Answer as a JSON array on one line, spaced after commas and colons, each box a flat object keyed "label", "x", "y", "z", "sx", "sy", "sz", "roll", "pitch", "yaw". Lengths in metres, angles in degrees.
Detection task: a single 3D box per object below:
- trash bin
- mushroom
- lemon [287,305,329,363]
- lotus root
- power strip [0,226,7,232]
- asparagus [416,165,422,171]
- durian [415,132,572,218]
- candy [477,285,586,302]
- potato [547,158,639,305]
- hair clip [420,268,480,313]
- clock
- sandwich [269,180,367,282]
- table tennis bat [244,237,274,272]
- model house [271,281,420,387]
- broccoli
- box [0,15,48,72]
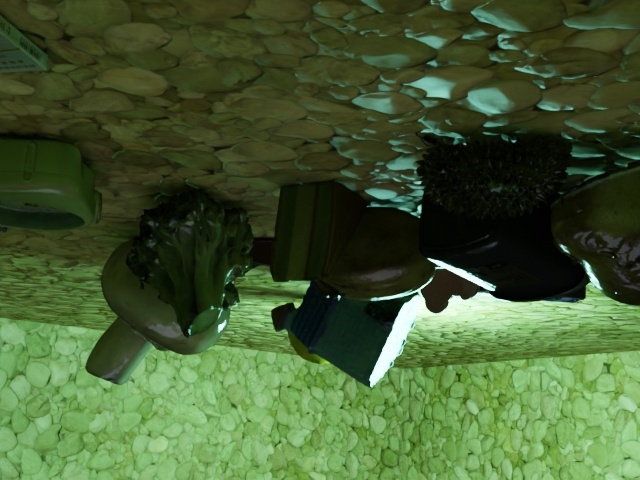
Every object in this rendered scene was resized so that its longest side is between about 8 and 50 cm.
[{"label": "trash bin", "x": 0.315, "y": -0.006, "z": 1.476, "sx": 0.290, "sy": 0.182, "sz": 0.209, "roll": 21, "pitch": 159, "yaw": -38}, {"label": "mushroom", "x": -0.365, "y": 0.168, "z": 1.933, "sx": 0.314, "sy": 0.336, "sz": 0.314, "roll": 34, "pitch": -172, "yaw": -5}, {"label": "lemon", "x": 0.003, "y": 0.257, "z": 2.563, "sx": 0.192, "sy": 0.192, "sz": 0.231, "roll": 5, "pitch": 173, "yaw": -9}, {"label": "lotus root", "x": 0.129, "y": 0.022, "z": 1.630, "sx": 0.309, "sy": 0.183, "sz": 0.183, "roll": -4, "pitch": 165, "yaw": 24}, {"label": "power strip", "x": -0.693, "y": -0.049, "z": 1.749, "sx": 0.175, "sy": 0.042, "sz": 0.075, "roll": 6, "pitch": 166, "yaw": -6}, {"label": "asparagus", "x": 0.215, "y": -0.120, "z": 1.352, "sx": 0.162, "sy": 0.016, "sz": 0.016, "roll": -4, "pitch": 155, "yaw": 33}, {"label": "durian", "x": 0.240, "y": -0.083, "z": 1.264, "sx": 0.220, "sy": 0.137, "sz": 0.095, "roll": 4, "pitch": -158, "yaw": 8}, {"label": "candy", "x": 0.473, "y": 0.109, "z": 2.144, "sx": 0.312, "sy": 0.061, "sz": 0.088, "roll": 4, "pitch": 169, "yaw": -4}, {"label": "potato", "x": 0.480, "y": 0.000, "z": 1.303, "sx": 0.246, "sy": 0.196, "sz": 0.299, "roll": -30, "pitch": 160, "yaw": 35}, {"label": "hair clip", "x": 0.290, "y": 0.096, "z": 2.037, "sx": 0.102, "sy": 0.123, "sz": 0.138, "roll": -23, "pitch": -177, "yaw": -25}, {"label": "clock", "x": -0.475, "y": -0.080, "z": 1.472, "sx": 0.235, "sy": 0.096, "sz": 0.308, "roll": 1, "pitch": 166, "yaw": 2}, {"label": "sandwich", "x": 0.000, "y": 0.000, "z": 1.544, "sx": 0.117, "sy": 0.187, "sz": 0.144, "roll": -4, "pitch": 159, "yaw": 27}, {"label": "table tennis bat", "x": -0.137, "y": 0.040, "z": 2.027, "sx": 0.154, "sy": 0.021, "sz": 0.274, "roll": 13, "pitch": 158, "yaw": -27}, {"label": "model house", "x": 0.055, "y": 0.183, "z": 2.283, "sx": 0.329, "sy": 0.252, "sz": 0.295, "roll": 22, "pitch": -165, "yaw": 15}, {"label": "broccoli", "x": -0.221, "y": 0.049, "z": 1.650, "sx": 0.248, "sy": 0.246, "sz": 0.288, "roll": -32, "pitch": 153, "yaw": 14}, {"label": "box", "x": -0.383, "y": -0.229, "z": 0.995, "sx": 0.090, "sy": 0.024, "sz": 0.167, "roll": 0, "pitch": 167, "yaw": 13}]
